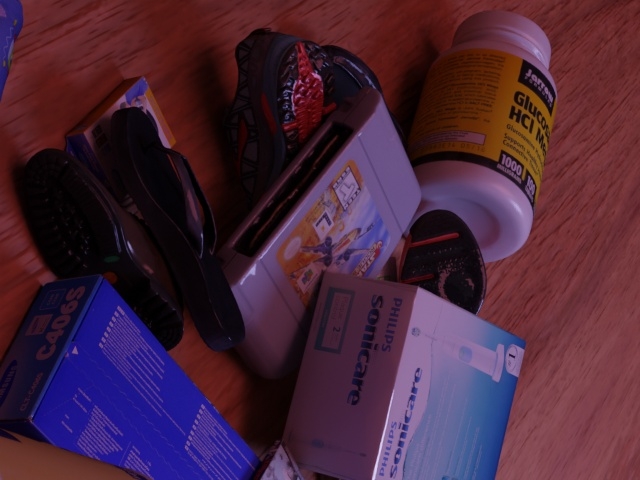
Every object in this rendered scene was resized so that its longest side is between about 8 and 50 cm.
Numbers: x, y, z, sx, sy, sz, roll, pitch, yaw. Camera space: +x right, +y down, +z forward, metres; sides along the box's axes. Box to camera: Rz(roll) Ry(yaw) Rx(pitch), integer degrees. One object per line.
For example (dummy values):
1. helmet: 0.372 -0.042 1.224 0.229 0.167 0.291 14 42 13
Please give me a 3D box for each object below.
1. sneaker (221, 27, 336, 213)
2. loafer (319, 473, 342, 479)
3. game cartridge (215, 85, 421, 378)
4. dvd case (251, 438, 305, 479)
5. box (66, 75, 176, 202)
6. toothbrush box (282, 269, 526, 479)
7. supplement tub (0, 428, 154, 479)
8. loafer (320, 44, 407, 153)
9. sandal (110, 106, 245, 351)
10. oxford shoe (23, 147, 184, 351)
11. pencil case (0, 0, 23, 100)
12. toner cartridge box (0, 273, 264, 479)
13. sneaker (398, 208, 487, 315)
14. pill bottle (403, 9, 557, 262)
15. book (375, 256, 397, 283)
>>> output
1. sneaker: -0.050 -0.112 1.559 0.104 0.125 0.262 -17 124 -38
2. loafer: 0.031 0.257 1.651 0.056 0.050 0.148 3 81 -57
3. game cartridge: 0.000 0.000 1.534 0.297 0.062 0.198 -52 139 -19
4. dvd case: -0.048 0.273 1.419 0.087 0.013 0.119 65 35 -26
5. box: -0.199 -0.096 1.393 0.081 0.028 0.136 65 34 -25
6. toothbrush box: 0.100 0.177 1.582 0.295 0.126 0.216 25 76 -57
7. supplement tub: -0.262 0.252 1.013 0.331 0.241 0.241 32 56 -51
8. loafer: 0.047 -0.154 1.749 0.223 0.076 0.078 52 35 -44
9. sandal: -0.127 -0.018 1.366 0.254 0.054 0.097 64 15 -7
10. oxford shoe: -0.205 -0.001 1.332 0.227 0.083 0.096 60 16 -28
11. pencil case: -0.329 -0.074 1.100 0.133 0.119 0.306 14 64 -9
12. toner cartridge box: -0.167 0.207 1.327 0.348 0.075 0.165 56 39 -36
13. sneaker: 0.146 0.117 1.822 0.136 0.116 0.314 -172 -103 -78
14. pill bottle: 0.219 -0.149 1.914 0.188 0.188 0.334 51 43 -39
15. book: 0.063 0.096 1.762 0.096 0.035 0.144 -7 91 -56
